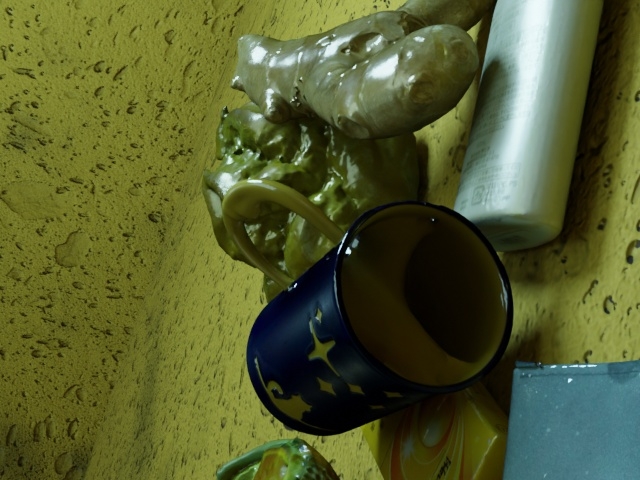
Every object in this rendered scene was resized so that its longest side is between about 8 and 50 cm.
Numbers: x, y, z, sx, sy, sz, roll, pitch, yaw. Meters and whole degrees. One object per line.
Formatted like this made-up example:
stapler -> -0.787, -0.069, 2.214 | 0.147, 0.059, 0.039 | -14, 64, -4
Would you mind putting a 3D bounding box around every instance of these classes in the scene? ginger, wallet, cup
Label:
ginger -> 0.034, -0.188, 1.137 | 0.348, 0.122, 0.363 | -21, 31, 24
wallet -> 0.206, 0.199, 0.681 | 0.290, 0.054, 0.251 | 151, 132, -65
cup -> 0.025, 0.051, 0.974 | 0.256, 0.178, 0.255 | -39, 72, 58

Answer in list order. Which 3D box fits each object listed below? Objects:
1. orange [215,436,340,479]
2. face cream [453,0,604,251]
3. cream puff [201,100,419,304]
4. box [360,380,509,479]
orange -> -0.060, 0.388, 1.108 | 0.262, 0.196, 0.335 | -23, 55, 50
face cream -> 0.207, -0.167, 0.971 | 0.173, 0.081, 0.348 | 153, 131, -71
cream puff -> -0.030, -0.054, 1.336 | 0.291, 0.257, 0.324 | -177, 103, -77
box -> 0.112, 0.193, 0.995 | 0.269, 0.043, 0.152 | -119, 50, -67
